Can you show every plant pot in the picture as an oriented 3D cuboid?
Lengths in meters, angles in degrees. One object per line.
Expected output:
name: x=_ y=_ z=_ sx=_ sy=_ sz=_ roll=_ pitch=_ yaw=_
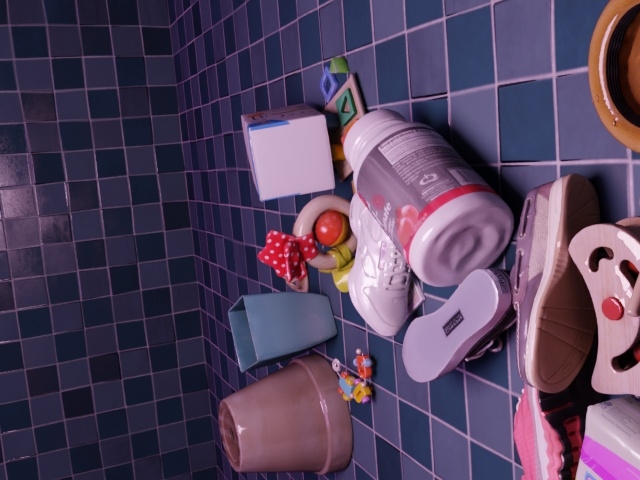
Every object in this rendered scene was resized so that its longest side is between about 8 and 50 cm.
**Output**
plant pot: x=-0.090 y=0.221 z=1.733 sx=0.166 sy=0.235 sz=0.165 roll=136 pitch=123 yaw=-61
plant pot: x=-0.108 y=0.486 z=1.807 sx=0.323 sy=0.281 sz=0.322 roll=34 pitch=128 yaw=58

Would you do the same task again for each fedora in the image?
fedora: x=0.379 y=-0.190 z=0.736 sx=0.194 sy=0.079 sz=0.194 roll=47 pitch=144 yaw=50

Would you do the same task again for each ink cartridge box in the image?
ink cartridge box: x=-0.079 y=-0.209 z=1.564 sx=0.232 sy=0.171 sz=0.168 roll=-122 pitch=21 yaw=-70

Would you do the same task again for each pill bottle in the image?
pill bottle: x=0.162 y=-0.087 z=1.138 sx=0.318 sy=0.177 sz=0.176 roll=-122 pitch=33 yaw=-43

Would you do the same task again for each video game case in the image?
video game case: x=0.169 y=0.088 z=1.383 sx=0.087 sy=0.011 sz=0.122 roll=117 pitch=139 yaw=-53

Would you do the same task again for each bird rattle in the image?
bird rattle: x=0.000 y=0.000 z=1.478 sx=0.143 sy=0.254 sz=0.206 roll=15 pitch=87 yaw=64

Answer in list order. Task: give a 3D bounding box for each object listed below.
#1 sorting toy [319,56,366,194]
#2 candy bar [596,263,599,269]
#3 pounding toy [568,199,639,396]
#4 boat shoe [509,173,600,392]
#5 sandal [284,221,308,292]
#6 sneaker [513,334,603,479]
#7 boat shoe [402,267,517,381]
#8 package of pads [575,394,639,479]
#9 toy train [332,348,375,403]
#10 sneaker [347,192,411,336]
sorting toy: x=0.048 y=-0.242 z=1.507 sx=0.196 sy=0.047 sz=0.347 roll=135 pitch=123 yaw=-61
candy bar: x=0.351 y=0.080 z=0.963 sx=0.161 sy=0.018 sz=0.040 roll=108 pitch=146 yaw=-44
pounding toy: x=0.347 y=0.060 z=0.791 sx=0.154 sy=0.155 sz=0.269 roll=27 pitch=122 yaw=57
boat shoe: x=0.297 y=0.054 z=0.890 sx=0.092 sy=0.103 sz=0.285 roll=-10 pitch=66 yaw=60
sandal: x=-0.082 y=0.064 z=1.859 sx=0.088 sy=0.079 sz=0.239 roll=-140 pitch=47 yaw=-57
sneaker: x=0.318 y=0.245 z=0.970 sx=0.136 sy=0.116 sz=0.313 roll=-169 pitch=73 yaw=-68
boat shoe: x=0.241 y=0.141 z=1.125 sx=0.306 sy=0.105 sz=0.113 roll=-61 pitch=38 yaw=44
package of pads: x=0.412 y=0.372 z=0.816 sx=0.229 sy=0.101 sz=0.296 roll=-141 pitch=47 yaw=-59
toy train: x=0.089 y=0.317 z=1.600 sx=0.166 sy=0.046 sz=0.125 roll=-25 pitch=73 yaw=62
sneaker: x=0.128 y=0.032 z=1.313 sx=0.152 sy=0.114 sz=0.304 roll=-15 pitch=79 yaw=58
